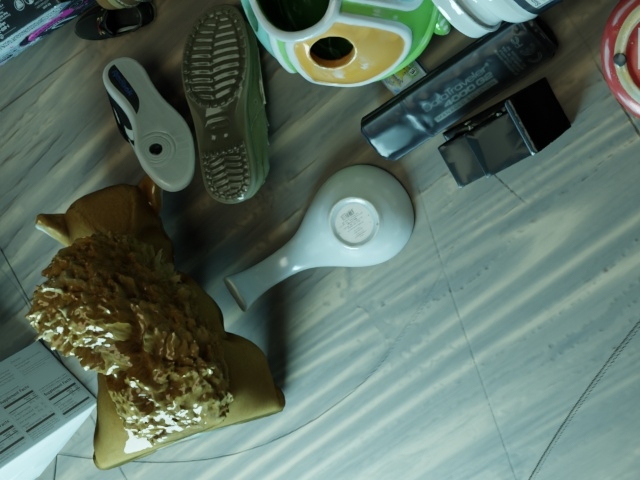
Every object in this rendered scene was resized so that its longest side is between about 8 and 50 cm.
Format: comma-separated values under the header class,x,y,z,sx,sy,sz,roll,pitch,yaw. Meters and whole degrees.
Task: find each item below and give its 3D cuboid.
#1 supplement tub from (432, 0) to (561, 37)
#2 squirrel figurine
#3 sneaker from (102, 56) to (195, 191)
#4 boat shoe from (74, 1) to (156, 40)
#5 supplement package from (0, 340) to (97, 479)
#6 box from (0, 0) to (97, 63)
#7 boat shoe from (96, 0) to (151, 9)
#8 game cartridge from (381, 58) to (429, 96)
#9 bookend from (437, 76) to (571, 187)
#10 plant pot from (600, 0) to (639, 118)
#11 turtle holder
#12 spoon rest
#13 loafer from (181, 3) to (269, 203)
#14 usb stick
class,x,y,z,sx,sy,sz,roll,pitch,yaw
supplement tub,0.252,-0.367,1.524,0.272,0.191,0.191,-28,93,29
squirrel figurine,-0.236,0.088,1.794,0.281,0.397,0.370,-18,81,-3
sneaker,-0.226,-0.141,1.852,0.079,0.121,0.217,-24,68,-10
boat shoe,-0.294,-0.308,1.883,0.133,0.042,0.049,-8,104,28
supplement package,-0.503,0.304,2.037,0.145,0.262,0.204,45,118,7
box,-0.443,-0.351,1.882,0.247,0.142,0.163,-26,95,30
boat shoe,-0.311,-0.461,1.800,0.120,0.122,0.324,-18,91,40
game cartridge,0.103,-0.219,1.738,0.083,0.017,0.056,50,123,4
bookend,0.205,-0.120,1.640,0.157,0.156,0.072,-28,93,30
plant pot,0.411,-0.217,1.508,0.191,0.174,0.191,8,111,23
turtle holder,0.013,-0.345,1.617,0.243,0.227,0.320,7,103,26
spoon rest,0.000,0.000,1.828,0.276,0.084,0.137,-30,93,16
loafer,-0.123,-0.181,1.815,0.101,0.092,0.269,-4,87,17
usb stick,0.169,-0.191,1.692,0.278,0.045,0.077,-33,115,29
